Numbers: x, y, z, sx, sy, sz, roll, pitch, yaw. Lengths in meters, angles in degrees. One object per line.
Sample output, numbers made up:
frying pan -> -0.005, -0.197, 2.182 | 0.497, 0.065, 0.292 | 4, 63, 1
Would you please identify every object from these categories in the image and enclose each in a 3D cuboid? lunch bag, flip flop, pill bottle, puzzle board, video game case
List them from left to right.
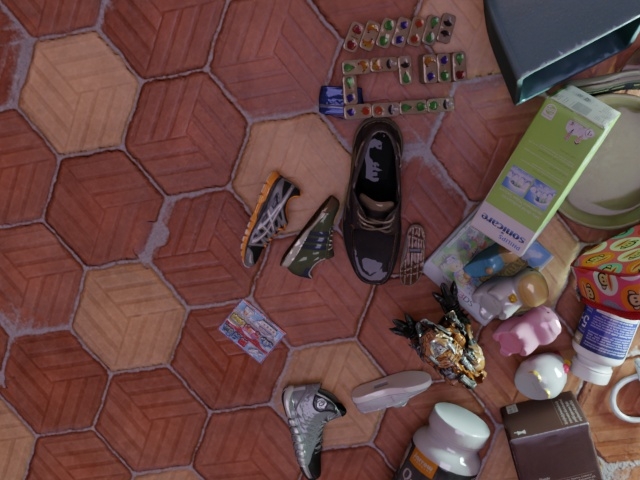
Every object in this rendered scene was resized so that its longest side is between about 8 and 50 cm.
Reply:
puzzle board -> -0.155, 0.205, 1.760 | 0.128, 0.011, 0.096 | 39, 103, -4
lunch bag -> 0.045, -0.282, 1.603 | 0.098, 0.067, 0.065 | 4, 103, 4
pill bottle -> 0.252, 0.506, 1.705 | 0.162, 0.162, 0.279 | 22, 104, 1
video game case -> 0.352, 0.046, 1.665 | 0.193, 0.023, 0.212 | 41, 103, -4
pill bottle -> 0.590, 0.199, 1.628 | 0.111, 0.112, 0.187 | 17, 103, 2
flip flop -> 0.614, -0.336, 1.522 | 0.276, 0.112, 0.080 | -8, 86, 13
lunch bag -> 0.641, 0.036, 1.514 | 0.293, 0.258, 0.120 | -25, 103, -13

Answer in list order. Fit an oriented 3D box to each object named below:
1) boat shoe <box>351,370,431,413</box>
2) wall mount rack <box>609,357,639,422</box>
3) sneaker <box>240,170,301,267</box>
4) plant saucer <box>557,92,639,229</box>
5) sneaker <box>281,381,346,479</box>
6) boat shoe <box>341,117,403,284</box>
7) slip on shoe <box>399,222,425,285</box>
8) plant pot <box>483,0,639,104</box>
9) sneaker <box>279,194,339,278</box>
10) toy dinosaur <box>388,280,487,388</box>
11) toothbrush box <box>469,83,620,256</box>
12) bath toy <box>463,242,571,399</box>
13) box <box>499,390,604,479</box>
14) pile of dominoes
boat shoe -> 0.162, 0.342, 1.732 | 0.184, 0.066, 0.063 | -20, 114, 7
wall mount rack -> 0.806, 0.365, 1.633 | 0.349, 0.130, 0.304 | -18, 100, 10
sneaker -> -0.110, -0.036, 1.668 | 0.083, 0.084, 0.215 | 22, 103, -4
plant saucer -> 0.584, -0.159, 1.579 | 0.277, 0.041, 0.278 | 2, 106, 8
sneaker -> 0.001, 0.425, 1.755 | 0.132, 0.086, 0.229 | -14, 99, 6
boat shoe -> 0.105, -0.074, 1.610 | 0.132, 0.130, 0.356 | 0, 102, 6
slip on shoe -> 0.196, 0.029, 1.668 | 0.051, 0.041, 0.136 | 4, 103, 4
plant pot -> 0.419, -0.437, 1.448 | 0.247, 0.247, 0.252 | -27, 83, 11
sneaker -> 0.000, 0.000, 1.676 | 0.086, 0.064, 0.192 | 35, 104, -10
toy dinosaur -> 0.260, 0.228, 1.600 | 0.164, 0.218, 0.322 | -25, 140, -6
toothbrush box -> 0.426, -0.136, 1.478 | 0.122, 0.206, 0.283 | 33, 120, 15
bath toy -> 0.430, 0.165, 1.620 | 0.151, 0.129, 0.348 | -8, 113, 49
box -> 0.496, 0.461, 1.666 | 0.166, 0.168, 0.203 | -16, 101, 9
pile of dominoes -> 0.165, -0.347, 1.554 | 0.251, 0.040, 0.196 | -7, 101, -11
